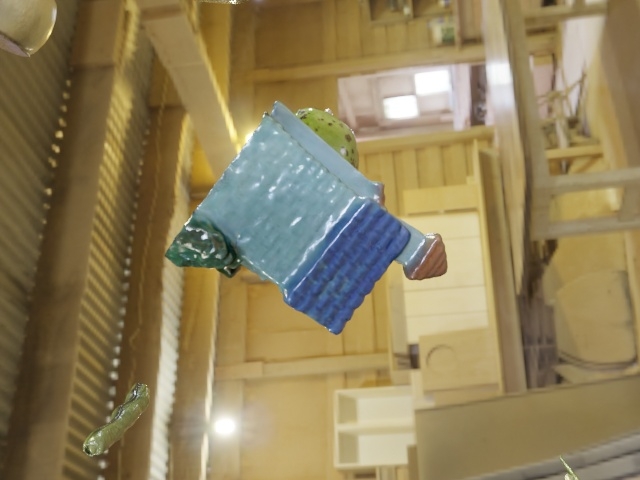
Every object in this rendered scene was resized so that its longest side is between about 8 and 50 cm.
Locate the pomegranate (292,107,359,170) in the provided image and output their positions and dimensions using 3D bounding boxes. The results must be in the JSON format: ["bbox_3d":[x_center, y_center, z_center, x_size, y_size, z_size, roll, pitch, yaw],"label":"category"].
[{"bbox_3d":[-0.018,-0.193,1.716,0.214,0.214,0.248,77,-160,-43],"label":"pomegranate"}]

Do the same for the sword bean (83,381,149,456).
[{"bbox_3d":[-0.315,0.279,1.304,0.269,0.043,0.038,-63,-29,-82],"label":"sword bean"}]

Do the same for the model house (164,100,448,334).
[{"bbox_3d":[0.000,0.000,1.154,0.252,0.329,0.295,-58,3,-2],"label":"model house"}]

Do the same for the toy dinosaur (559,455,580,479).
[{"bbox_3d":[0.289,0.282,0.897,0.120,0.029,0.060,49,161,59],"label":"toy dinosaur"}]

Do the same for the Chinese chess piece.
[{"bbox_3d":[-0.570,-0.406,1.348,0.112,0.270,0.270,-63,-12,-3],"label":"Chinese chess piece"}]

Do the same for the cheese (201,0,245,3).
[{"bbox_3d":[-0.120,-0.352,0.843,0.117,0.235,0.218,8,-60,-56],"label":"cheese"}]
